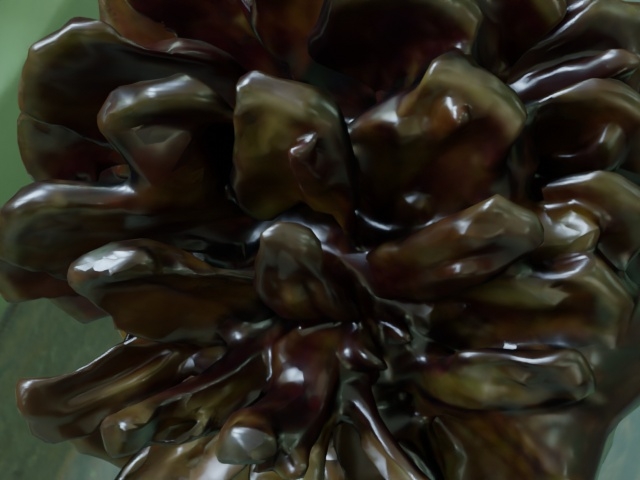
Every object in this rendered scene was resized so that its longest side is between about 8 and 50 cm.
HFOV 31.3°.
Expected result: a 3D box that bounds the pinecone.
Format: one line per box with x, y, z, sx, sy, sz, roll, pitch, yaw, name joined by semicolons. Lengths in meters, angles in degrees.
0.000;0.000;0.629;0.398;0.397;0.397;2;61;-3;pinecone
